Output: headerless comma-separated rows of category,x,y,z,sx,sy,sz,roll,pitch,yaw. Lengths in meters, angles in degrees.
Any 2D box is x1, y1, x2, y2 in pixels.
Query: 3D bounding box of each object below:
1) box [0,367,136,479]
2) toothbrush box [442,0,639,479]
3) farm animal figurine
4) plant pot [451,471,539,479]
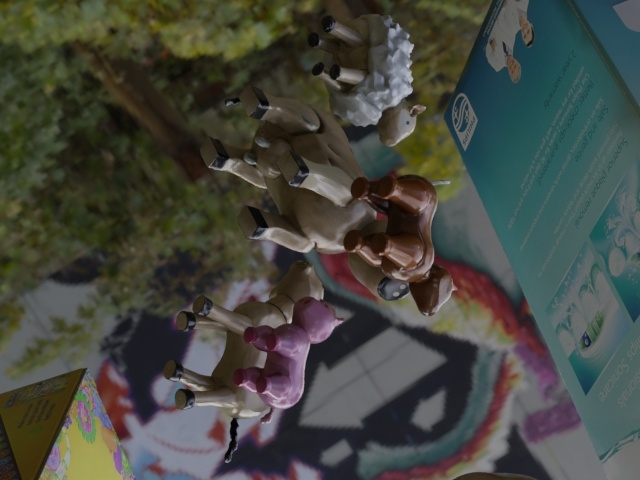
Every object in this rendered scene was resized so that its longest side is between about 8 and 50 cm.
box,-0.232,0.276,0.761,0.279,0.290,0.177,-18,-162,7
toothbrush box,0.211,0.001,0.539,0.216,0.295,0.126,-2,138,-21
farm animal figurine,0.000,0.000,1.146,0.172,0.327,0.330,15,141,-43
plant pot,0.247,0.355,1.211,0.229,0.263,0.263,3,163,-27
